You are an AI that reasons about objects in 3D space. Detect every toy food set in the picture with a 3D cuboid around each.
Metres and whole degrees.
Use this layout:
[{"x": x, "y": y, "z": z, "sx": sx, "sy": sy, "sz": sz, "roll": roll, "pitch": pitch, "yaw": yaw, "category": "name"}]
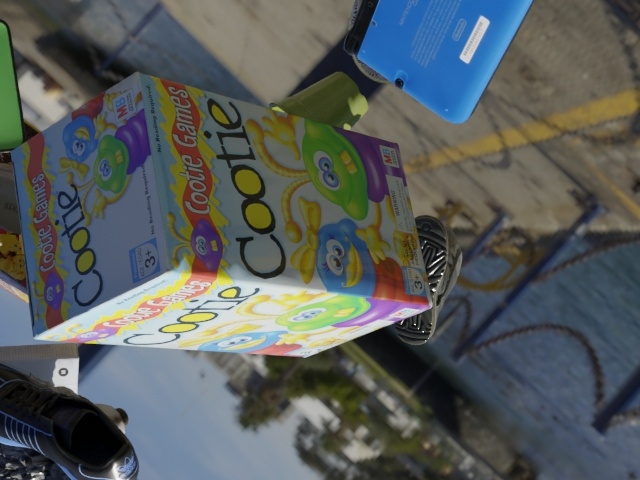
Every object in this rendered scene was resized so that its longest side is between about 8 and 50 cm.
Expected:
[{"x": -0.323, "y": -0.048, "z": 1.359, "sx": 0.192, "sy": 0.039, "sz": 0.132, "roll": -8, "pitch": 141, "yaw": 30, "category": "toy food set"}]

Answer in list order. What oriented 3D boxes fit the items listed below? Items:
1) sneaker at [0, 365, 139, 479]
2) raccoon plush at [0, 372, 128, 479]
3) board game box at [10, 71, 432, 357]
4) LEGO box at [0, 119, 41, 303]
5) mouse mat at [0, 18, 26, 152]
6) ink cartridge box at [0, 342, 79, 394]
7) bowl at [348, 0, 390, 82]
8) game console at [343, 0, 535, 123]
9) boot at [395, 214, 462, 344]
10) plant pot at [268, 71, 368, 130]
[{"x": -0.286, "y": 0.187, "z": 1.333, "sx": 0.232, "sy": 0.081, "sz": 0.090, "roll": 29, "pitch": 142, "yaw": 15, "category": "sneaker"}, {"x": -0.435, "y": 0.340, "z": 1.556, "sx": 0.216, "sy": 0.446, "sz": 0.299, "roll": 47, "pitch": 162, "yaw": -2, "category": "raccoon plush"}, {"x": -0.065, "y": -0.006, "z": 0.925, "sx": 0.275, "sy": 0.142, "sz": 0.144, "roll": 9, "pitch": -116, "yaw": -48, "category": "board game box"}, {"x": -0.524, "y": -0.078, "z": 1.932, "sx": 0.372, "sy": 0.193, "sz": 0.500, "roll": 36, "pitch": 168, "yaw": -12, "category": "LEGO box"}, {"x": -0.425, "y": -0.165, "z": 1.391, "sx": 0.007, "sy": 0.189, "sz": 0.153, "roll": -3, "pitch": 95, "yaw": 61, "category": "mouse mat"}, {"x": -0.454, "y": 0.251, "z": 1.772, "sx": 0.045, "sy": 0.223, "sz": 0.223, "roll": -119, "pitch": 31, "yaw": -60, "category": "ink cartridge box"}, {"x": 0.124, "y": -0.274, "z": 1.606, "sx": 0.080, "sy": 0.170, "sz": 0.170, "roll": 13, "pitch": -160, "yaw": -46, "category": "bowl"}, {"x": 0.140, "y": -0.322, "z": 1.406, "sx": 0.250, "sy": 0.173, "sz": 0.293, "roll": 36, "pitch": 148, "yaw": 8, "category": "game console"}, {"x": 0.151, "y": 0.023, "z": 1.675, "sx": 0.076, "sy": 0.190, "sz": 0.208, "roll": 17, "pitch": -153, "yaw": 16, "category": "boot"}, {"x": 0.003, "y": -0.129, "z": 1.280, "sx": 0.083, "sy": 0.079, "sz": 0.083, "roll": 47, "pitch": 168, "yaw": 13, "category": "plant pot"}]
